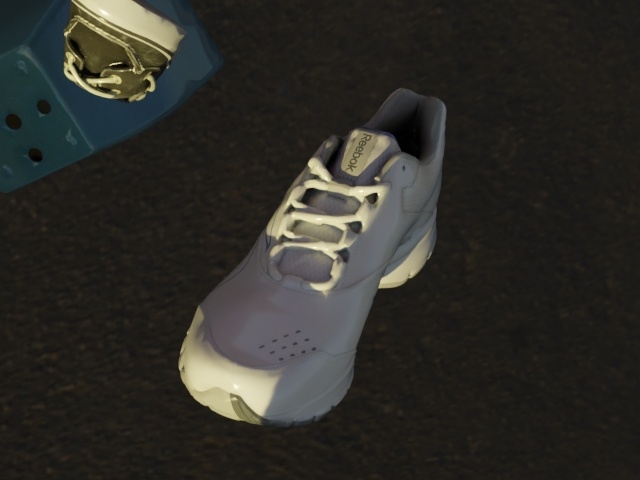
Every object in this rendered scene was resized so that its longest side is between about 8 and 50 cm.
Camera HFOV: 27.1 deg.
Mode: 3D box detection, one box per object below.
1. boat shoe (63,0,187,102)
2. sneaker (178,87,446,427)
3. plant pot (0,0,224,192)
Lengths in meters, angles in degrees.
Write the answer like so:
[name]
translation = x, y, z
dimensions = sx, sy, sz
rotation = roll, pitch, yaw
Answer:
[boat shoe]
translation = -0.138, -0.130, 0.913
dimensions = 0.078, 0.219, 0.070
rotation = 32, 89, 0
[sneaker]
translation = 0.000, 0.000, 0.834
dimensions = 0.111, 0.129, 0.297
rotation = 21, 38, 11
[plant pot]
translation = -0.226, -0.152, 1.179
dimensions = 0.165, 0.166, 0.234
rotation = 60, 27, -19
